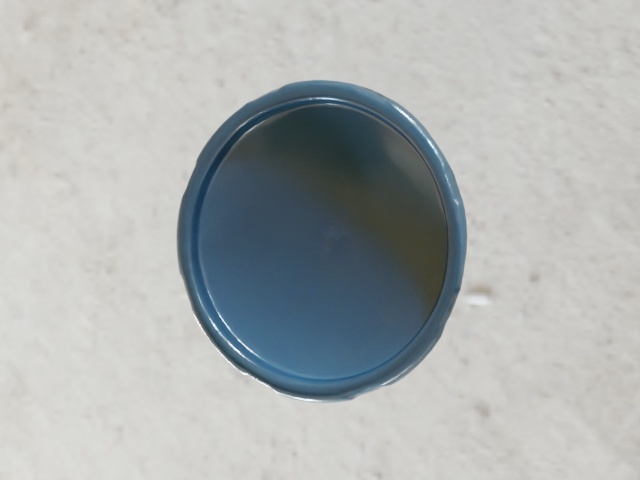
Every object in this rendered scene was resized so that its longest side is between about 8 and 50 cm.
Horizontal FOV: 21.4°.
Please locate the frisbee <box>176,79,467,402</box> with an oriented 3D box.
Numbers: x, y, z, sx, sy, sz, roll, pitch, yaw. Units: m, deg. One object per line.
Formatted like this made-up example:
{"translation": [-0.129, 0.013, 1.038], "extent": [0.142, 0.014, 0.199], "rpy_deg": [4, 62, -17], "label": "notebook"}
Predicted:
{"translation": [0.003, 0.001, 1.528], "extent": [0.289, 0.049, 0.289], "rpy_deg": [1, 92, 25], "label": "frisbee"}
